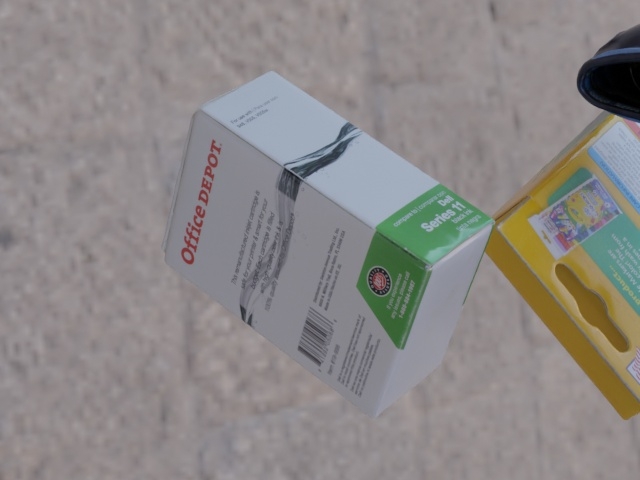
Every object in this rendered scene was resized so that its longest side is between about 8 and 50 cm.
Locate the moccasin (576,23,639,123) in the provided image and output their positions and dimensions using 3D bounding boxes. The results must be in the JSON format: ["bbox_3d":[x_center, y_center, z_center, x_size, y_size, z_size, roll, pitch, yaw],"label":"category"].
[{"bbox_3d":[0.338,-0.091,1.408,0.117,0.342,0.137,-22,110,-34],"label":"moccasin"}]

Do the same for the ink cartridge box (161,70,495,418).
[{"bbox_3d":[0.000,0.000,1.330,0.087,0.208,0.153,-34,152,-43],"label":"ink cartridge box"}]

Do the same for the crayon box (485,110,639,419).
[{"bbox_3d":[0.267,0.005,1.594,0.203,0.083,0.323,51,47,-1],"label":"crayon box"}]
